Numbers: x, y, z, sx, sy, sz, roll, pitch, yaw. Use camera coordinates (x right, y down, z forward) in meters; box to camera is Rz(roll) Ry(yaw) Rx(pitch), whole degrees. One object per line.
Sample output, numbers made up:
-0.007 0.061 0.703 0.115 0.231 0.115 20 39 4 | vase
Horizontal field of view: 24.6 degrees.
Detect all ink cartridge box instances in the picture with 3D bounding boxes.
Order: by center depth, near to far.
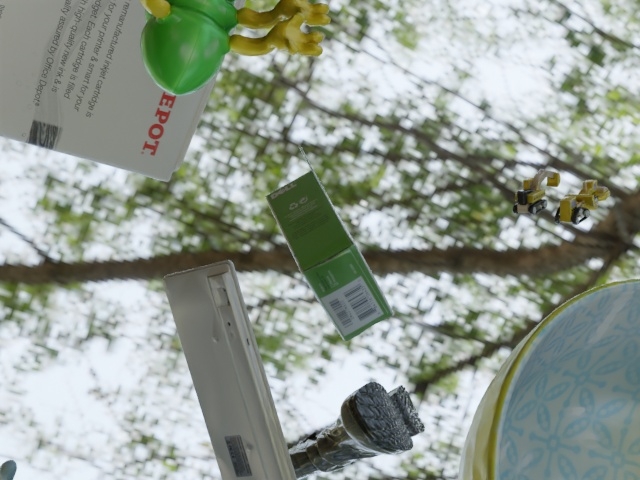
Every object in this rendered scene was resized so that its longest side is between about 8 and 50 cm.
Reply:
-0.217 -0.186 1.172 0.114 0.273 0.198 -105 -145 -56 | ink cartridge box
0.000 0.000 1.559 0.062 0.109 0.209 -29 -143 1 | ink cartridge box

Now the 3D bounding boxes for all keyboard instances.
-0.046 0.141 0.969 0.072 0.014 0.256 -13 -86 51 | keyboard

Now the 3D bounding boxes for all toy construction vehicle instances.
0.244 -0.048 1.492 0.086 0.098 0.035 5 -69 38 | toy construction vehicle

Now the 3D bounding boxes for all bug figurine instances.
-0.096 -0.168 0.612 0.072 0.279 0.216 -45 -152 45 | bug figurine

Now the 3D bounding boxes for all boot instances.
0.022 0.232 1.660 0.161 0.246 0.083 -28 -102 10 | boot

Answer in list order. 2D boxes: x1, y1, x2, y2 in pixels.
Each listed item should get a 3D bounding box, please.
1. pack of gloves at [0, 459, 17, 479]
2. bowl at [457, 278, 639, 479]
-0.187 0.251 0.888 0.232 0.046 0.195 -40 -118 40 | pack of gloves
0.192 0.184 0.915 0.156 0.289 0.289 137 -41 -57 | bowl
